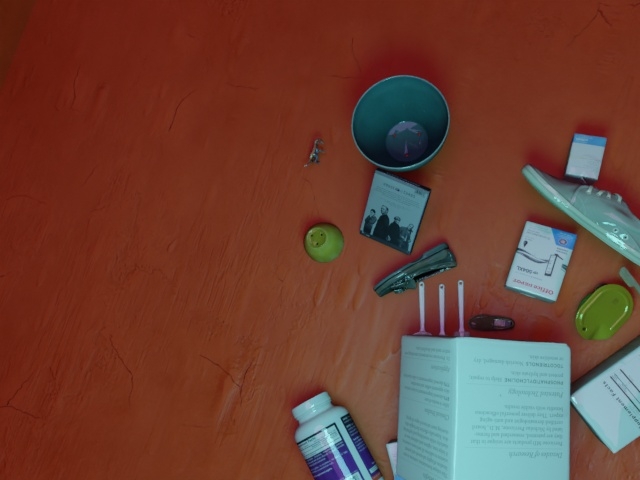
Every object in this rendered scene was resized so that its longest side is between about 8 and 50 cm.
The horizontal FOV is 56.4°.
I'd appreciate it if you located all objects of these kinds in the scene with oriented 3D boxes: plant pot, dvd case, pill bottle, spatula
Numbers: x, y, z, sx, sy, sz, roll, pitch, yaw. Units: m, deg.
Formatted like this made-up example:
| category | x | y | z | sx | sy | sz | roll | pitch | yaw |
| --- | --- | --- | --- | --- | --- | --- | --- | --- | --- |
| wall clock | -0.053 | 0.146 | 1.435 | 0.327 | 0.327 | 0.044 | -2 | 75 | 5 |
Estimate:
| category | x | y | z | sx | sy | sz | roll | pitch | yaw |
| --- | --- | --- | --- | --- | --- | --- | --- | --- | --- |
| plant pot | 0.258 | -0.338 | 1.854 | 0.290 | 0.195 | 0.290 | -2 | 81 | 14 |
| dvd case | 0.226 | -0.087 | 1.834 | 0.179 | 0.029 | 0.238 | 25 | 127 | 17 |
| plant pot | 0.000 | 0.000 | 1.919 | 0.134 | 0.095 | 0.134 | -2 | 81 | 15 |
| pill bottle | 0.042 | 0.621 | 1.762 | 0.181 | 0.181 | 0.323 | -32 | 74 | 8 |
| spatula | 0.368 | 0.242 | 1.822 | 0.168 | 0.019 | 0.242 | -2 | 80 | 15 |

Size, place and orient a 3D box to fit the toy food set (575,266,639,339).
| category | x | y | z | sx | sy | sz | roll | pitch | yaw |
| --- | --- | --- | --- | --- | --- | --- | --- | --- | --- |
| toy food set | 0.807 | 0.184 | 1.696 | 0.128 | 0.071 | 0.218 | 42 | 95 | -7 |

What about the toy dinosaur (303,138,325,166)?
| category | x | y | z | sx | sy | sz | roll | pitch | yaw |
| --- | --- | --- | --- | --- | --- | --- | --- | --- | --- |
| toy dinosaur | -0.016 | -0.296 | 1.986 | 0.047 | 0.090 | 0.082 | 21 | 131 | 27 |

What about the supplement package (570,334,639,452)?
| category | x | y | z | sx | sy | sz | roll | pitch | yaw |
| --- | --- | --- | --- | --- | --- | --- | --- | --- | --- |
| supplement package | 0.826 | 0.398 | 1.591 | 0.293 | 0.177 | 0.175 | -38 | 74 | 7 |

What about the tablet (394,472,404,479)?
| category | x | y | z | sx | sy | sz | roll | pitch | yaw |
| --- | --- | --- | --- | --- | --- | --- | --- | --- | --- |
| tablet | 0.235 | 0.707 | 1.691 | 0.054 | 0.006 | 0.083 | 3 | 83 | 16 |

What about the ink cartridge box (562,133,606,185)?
| category | x | y | z | sx | sy | sz | roll | pitch | yaw |
| --- | --- | --- | --- | --- | --- | --- | --- | --- | --- |
| ink cartridge box | 0.772 | -0.227 | 1.753 | 0.090 | 0.092 | 0.143 | 14 | 84 | 17 |

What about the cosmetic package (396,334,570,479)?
| category | x | y | z | sx | sy | sz | roll | pitch | yaw |
| --- | --- | --- | --- | --- | --- | --- | --- | --- | --- |
| cosmetic package | 0.412 | 0.452 | 1.559 | 0.328 | 0.329 | 0.393 | 6 | 82 | -16 |

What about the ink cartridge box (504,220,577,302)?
| category | x | y | z | sx | sy | sz | roll | pitch | yaw |
| --- | --- | --- | --- | --- | --- | --- | --- | --- | --- |
| ink cartridge box | 0.642 | 0.065 | 1.743 | 0.148 | 0.086 | 0.203 | 18 | 85 | 17 |

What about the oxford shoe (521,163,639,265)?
| category | x | y | z | sx | sy | sz | roll | pitch | yaw |
| --- | --- | --- | --- | --- | --- | --- | --- | --- | --- |
| oxford shoe | 0.774 | -0.095 | 1.688 | 0.449 | 0.169 | 0.130 | 37 | 109 | 10 |

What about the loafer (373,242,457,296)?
| category | x | y | z | sx | sy | sz | roll | pitch | yaw |
| --- | --- | --- | --- | --- | --- | --- | --- | --- | --- |
| loafer | 0.291 | 0.107 | 1.826 | 0.268 | 0.096 | 0.084 | -33 | 74 | 5 |

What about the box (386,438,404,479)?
| category | x | y | z | sx | sy | sz | roll | pitch | yaw |
| --- | --- | --- | --- | --- | --- | --- | --- | --- | --- |
| box | 0.280 | 0.660 | 1.738 | 0.130 | 0.091 | 0.170 | -16 | 77 | 12 |

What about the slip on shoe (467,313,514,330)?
| category | x | y | z | sx | sy | sz | roll | pitch | yaw |
| --- | --- | --- | --- | --- | --- | --- | --- | --- | --- |
| slip on shoe | 0.507 | 0.246 | 1.771 | 0.135 | 0.041 | 0.051 | 4 | 82 | 15 |
